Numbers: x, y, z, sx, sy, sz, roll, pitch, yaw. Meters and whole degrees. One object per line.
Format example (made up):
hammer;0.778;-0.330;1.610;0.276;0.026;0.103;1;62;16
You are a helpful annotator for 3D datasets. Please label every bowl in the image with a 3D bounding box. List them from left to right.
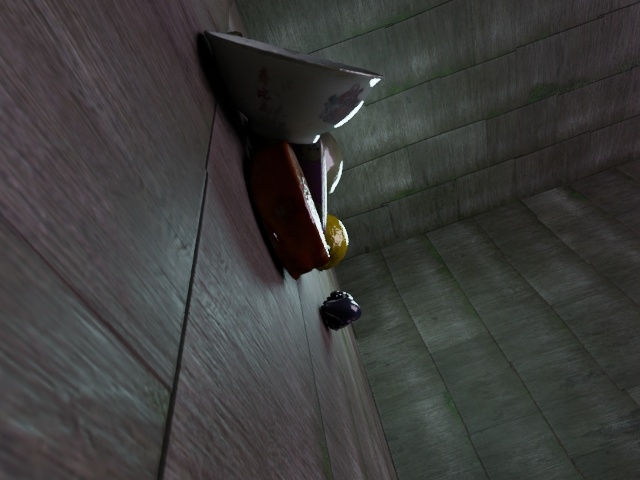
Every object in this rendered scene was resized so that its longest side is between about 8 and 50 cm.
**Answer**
bowl;-0.075;-0.359;0.998;0.435;0.433;0.196;-105;-154;-61

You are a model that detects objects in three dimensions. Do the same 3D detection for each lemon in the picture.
lemon;-0.001;0.002;1.294;0.181;0.180;0.193;68;35;-43

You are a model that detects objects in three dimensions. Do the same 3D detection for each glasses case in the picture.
glasses case;-0.046;-0.143;1.155;0.076;0.123;0.317;-36;128;-68

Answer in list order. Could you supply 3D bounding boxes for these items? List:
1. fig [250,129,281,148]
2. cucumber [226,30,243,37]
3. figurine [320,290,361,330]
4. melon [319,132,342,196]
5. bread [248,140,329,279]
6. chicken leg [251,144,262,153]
fig;-0.135;-0.317;1.182;0.154;0.144;0.166;40;32;-15
cucumber;-0.256;-0.587;1.400;0.294;0.067;0.068;69;2;-68
figurine;0.074;0.257;1.458;0.222;0.145;0.146;66;5;-77
melon;-0.048;-0.264;1.397;0.308;0.271;0.272;-59;132;-64
bread;-0.074;-0.078;0.956;0.328;0.114;0.295;-103;173;-64
chicken leg;-0.147;-0.201;1.127;0.093;0.053;0.205;56;-8;25
